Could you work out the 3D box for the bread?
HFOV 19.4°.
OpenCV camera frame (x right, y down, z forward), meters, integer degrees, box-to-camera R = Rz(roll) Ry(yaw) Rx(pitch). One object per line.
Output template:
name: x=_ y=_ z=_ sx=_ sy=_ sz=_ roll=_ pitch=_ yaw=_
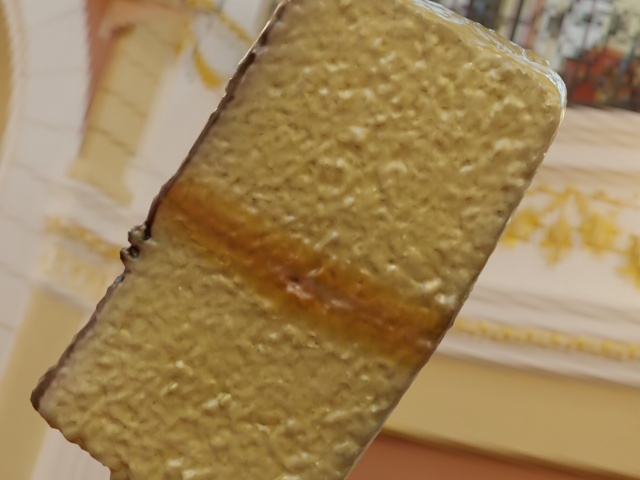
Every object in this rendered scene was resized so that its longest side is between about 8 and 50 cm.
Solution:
bread: x=0.000 y=0.000 z=0.840 sx=0.135 sy=0.240 sz=0.178 roll=32 pitch=11 yaw=1
